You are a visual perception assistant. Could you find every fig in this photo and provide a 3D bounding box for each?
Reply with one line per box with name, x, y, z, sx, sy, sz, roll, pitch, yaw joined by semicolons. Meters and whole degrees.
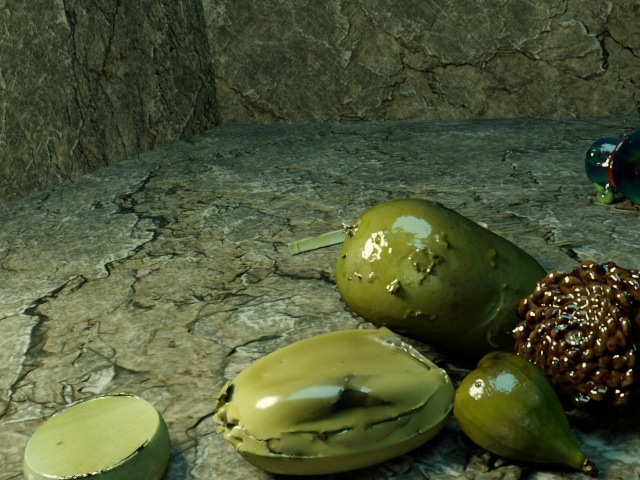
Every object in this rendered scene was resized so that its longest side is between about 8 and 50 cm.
fig;0.266;0.213;0.909;0.185;0.126;0.133;7;4;33

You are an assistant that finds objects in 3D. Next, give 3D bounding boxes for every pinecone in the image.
pinecone;0.392;0.135;0.980;0.222;0.221;0.221;-6;19;2

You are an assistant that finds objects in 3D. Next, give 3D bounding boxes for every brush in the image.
brush;0.000;0.000;1.743;0.179;0.033;0.030;-14;14;-21

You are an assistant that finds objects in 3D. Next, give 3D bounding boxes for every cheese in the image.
cheese;0.008;0.220;0.980;0.316;0.128;0.260;-8;13;-30

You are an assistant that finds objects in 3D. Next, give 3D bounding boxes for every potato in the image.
potato;0.200;0.062;1.140;0.359;0.219;0.270;22;10;10

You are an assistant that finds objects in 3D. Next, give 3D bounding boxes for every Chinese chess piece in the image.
Chinese chess piece;-0.296;0.286;0.954;0.189;0.083;0.188;-5;22;2

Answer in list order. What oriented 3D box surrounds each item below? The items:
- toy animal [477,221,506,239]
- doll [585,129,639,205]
toy animal;0.279;0.038;1.400;0.230;0.156;0.156;-11;16;-44
doll;0.787;-0.180;1.750;0.186;0.198;0.322;16;-5;-34
